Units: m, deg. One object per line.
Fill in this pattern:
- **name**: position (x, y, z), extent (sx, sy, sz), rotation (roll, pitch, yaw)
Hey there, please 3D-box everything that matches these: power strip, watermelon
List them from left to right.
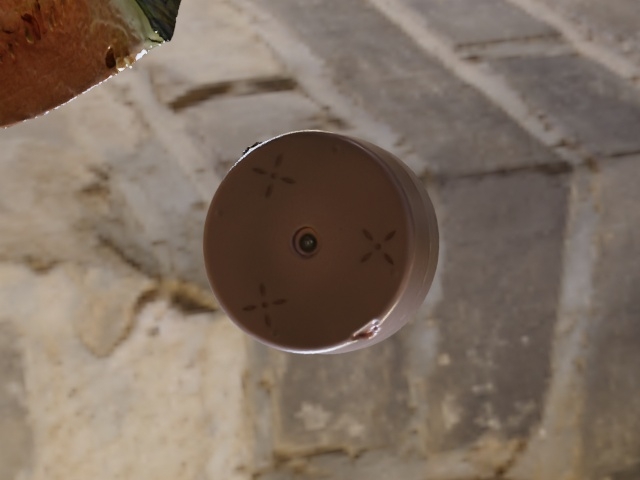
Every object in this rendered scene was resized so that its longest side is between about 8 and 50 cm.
- **watermelon**: position (-0.126, -0.103, 0.648), extent (0.069, 0.163, 0.087), rotation (48, -138, -30)
- **power strip**: position (0.000, 0.000, 1.040), extent (0.078, 0.154, 0.154), rotation (7, -107, -71)
